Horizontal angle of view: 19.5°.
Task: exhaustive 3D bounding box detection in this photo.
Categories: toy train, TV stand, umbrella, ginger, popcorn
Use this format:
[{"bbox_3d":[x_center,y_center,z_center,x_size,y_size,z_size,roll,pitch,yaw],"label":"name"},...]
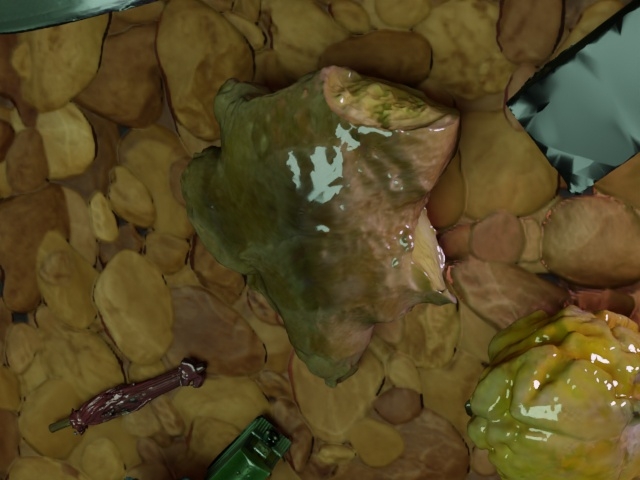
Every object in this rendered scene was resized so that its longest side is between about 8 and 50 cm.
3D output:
[{"bbox_3d":[-0.066,0.187,1.510,0.038,0.056,0.093,42,121,-2],"label":"toy train"},{"bbox_3d":[0.258,-0.143,1.247,0.269,0.083,0.088,-37,94,29],"label":"TV stand"},{"bbox_3d":[-0.162,0.133,1.547,0.165,0.025,0.027,-24,77,25],"label":"umbrella"},{"bbox_3d":[0.000,0.000,1.376,0.218,0.123,0.270,14,114,13],"label":"ginger"},{"bbox_3d":[0.183,0.118,1.335,0.152,0.167,0.148,29,88,49],"label":"popcorn"}]

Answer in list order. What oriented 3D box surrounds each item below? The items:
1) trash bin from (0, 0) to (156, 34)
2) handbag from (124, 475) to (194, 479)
[{"bbox_3d":[-0.160,-0.295,1.275,0.277,0.217,0.263,-19,104,-14],"label":"trash bin"},{"bbox_3d":[-0.149,0.304,1.520,0.221,0.057,0.144,-60,39,41],"label":"handbag"}]
